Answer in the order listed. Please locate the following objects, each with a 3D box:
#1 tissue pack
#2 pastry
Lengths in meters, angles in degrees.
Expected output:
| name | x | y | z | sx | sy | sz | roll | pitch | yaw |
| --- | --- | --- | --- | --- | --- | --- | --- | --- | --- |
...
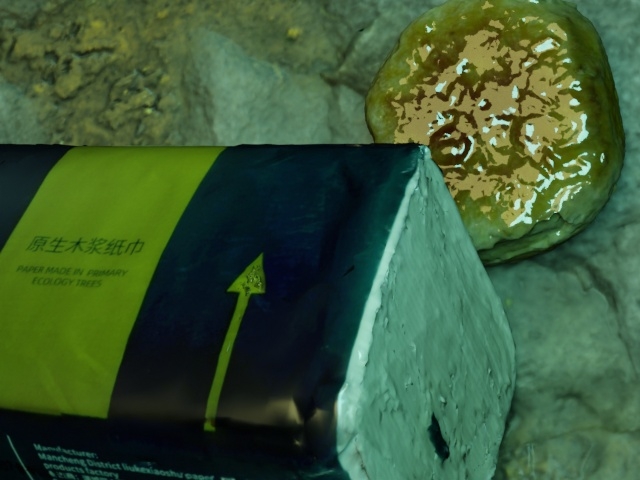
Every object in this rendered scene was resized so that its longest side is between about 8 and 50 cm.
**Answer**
| name | x | y | z | sx | sy | sz | roll | pitch | yaw |
| --- | --- | --- | --- | --- | --- | --- | --- | --- | --- |
| tissue pack | -0.105 | 0.090 | 1.008 | 0.416 | 0.264 | 0.253 | 0 | 51 | 25 |
| pastry | 0.130 | -0.082 | 1.063 | 0.182 | 0.093 | 0.193 | -24 | 74 | 17 |
